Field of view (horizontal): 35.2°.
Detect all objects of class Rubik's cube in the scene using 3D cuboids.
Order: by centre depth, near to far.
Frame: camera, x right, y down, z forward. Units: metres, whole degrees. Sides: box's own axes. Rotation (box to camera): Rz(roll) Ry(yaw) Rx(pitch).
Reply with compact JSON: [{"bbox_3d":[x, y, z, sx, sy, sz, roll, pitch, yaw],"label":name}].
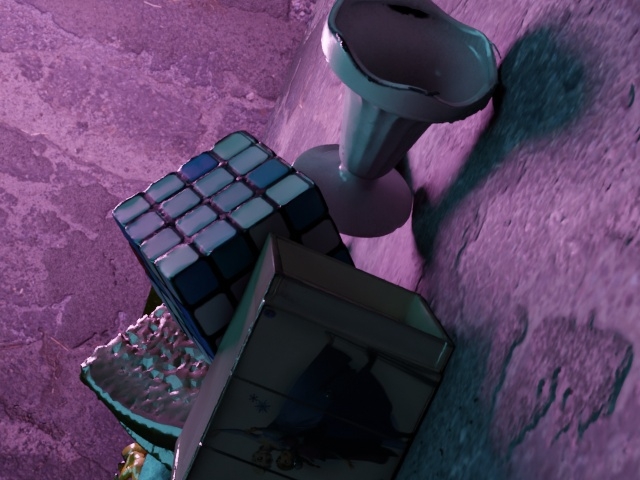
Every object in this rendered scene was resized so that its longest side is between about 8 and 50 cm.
[{"bbox_3d":[-0.074,0.016,0.929,0.154,0.151,0.155,-35,39,-13],"label":"Rubik's cube"}]

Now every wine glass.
[{"bbox_3d":[0.056,-0.115,0.934,0.197,0.164,0.165,116,170,-45],"label":"wine glass"}]

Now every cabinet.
[{"bbox_3d":[-0.013,0.126,0.798,0.150,0.145,0.206,-107,41,-76],"label":"cabinet"}]

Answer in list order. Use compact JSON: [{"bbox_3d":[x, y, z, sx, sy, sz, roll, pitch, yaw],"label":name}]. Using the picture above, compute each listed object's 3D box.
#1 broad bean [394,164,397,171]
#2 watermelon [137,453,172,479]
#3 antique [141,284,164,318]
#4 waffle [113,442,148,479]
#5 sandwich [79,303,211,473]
[{"bbox_3d":[0.061,-0.088,1.134,0.046,0.061,0.195,-40,5,14],"label":"broad bean"},{"bbox_3d":[-0.119,0.227,1.200,0.318,0.148,0.226,-79,7,-56],"label":"watermelon"},{"bbox_3d":[-0.155,0.053,1.235,0.080,0.081,0.221,-29,-42,-69],"label":"antique"},{"bbox_3d":[-0.220,0.393,1.305,0.262,0.060,0.281,-148,49,-74],"label":"waffle"},{"bbox_3d":[-0.108,0.139,1.007,0.212,0.109,0.292,-44,46,-6],"label":"sandwich"}]
